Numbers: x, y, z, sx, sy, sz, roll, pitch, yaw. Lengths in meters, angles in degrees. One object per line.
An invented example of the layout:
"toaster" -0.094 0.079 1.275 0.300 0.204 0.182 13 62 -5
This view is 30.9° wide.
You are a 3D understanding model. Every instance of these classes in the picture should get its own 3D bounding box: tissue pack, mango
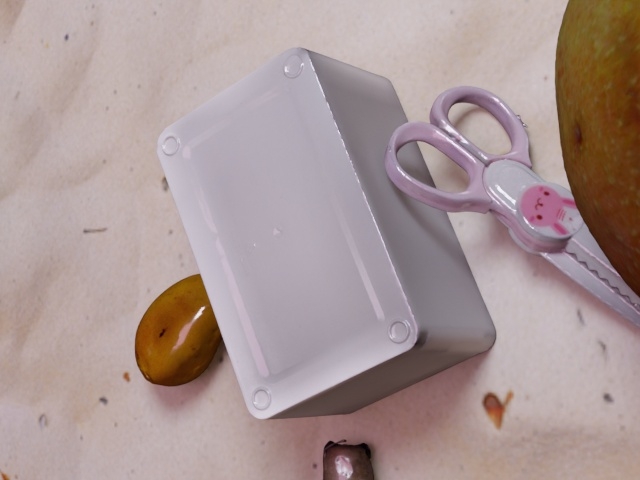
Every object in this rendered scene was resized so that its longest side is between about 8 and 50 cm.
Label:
"tissue pack" 0.001 -0.001 0.893 0.159 0.136 0.246 -28 73 25
"mango" -0.115 0.076 0.996 0.114 0.060 0.080 -46 50 21

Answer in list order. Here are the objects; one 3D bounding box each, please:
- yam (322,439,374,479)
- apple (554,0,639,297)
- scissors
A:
"yam" 0.023 0.289 0.907 0.046 0.046 0.264 -4 85 30
"apple" 0.284 -0.085 0.657 0.319 0.277 0.319 -2 86 28
"scissors" 0.159 -0.017 0.840 0.242 0.118 0.030 43 148 15
